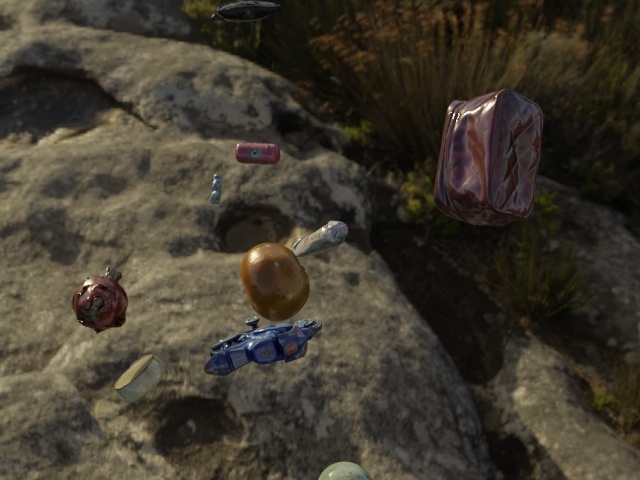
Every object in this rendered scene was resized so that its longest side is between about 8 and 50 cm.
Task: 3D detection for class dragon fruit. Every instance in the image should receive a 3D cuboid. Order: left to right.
[{"bbox_3d":[-0.497,0.124,1.690,0.125,0.125,0.246,35,18,-21],"label":"dragon fruit"}]

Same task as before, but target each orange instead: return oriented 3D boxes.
[{"bbox_3d":[-0.086,0.078,1.410,0.124,0.156,0.156,-18,51,-8],"label":"orange"}]

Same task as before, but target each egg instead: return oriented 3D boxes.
[{"bbox_3d":[0.060,0.554,1.562,0.131,0.131,0.164,-11,46,-20],"label":"egg"}]

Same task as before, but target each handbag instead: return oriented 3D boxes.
[{"bbox_3d":[0.284,-0.137,1.238,0.147,0.135,0.224,12,83,-37],"label":"handbag"}]

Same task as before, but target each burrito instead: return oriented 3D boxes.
[{"bbox_3d":[0.001,0.000,1.700,0.064,0.203,0.064,8,73,-28],"label":"burrito"}]

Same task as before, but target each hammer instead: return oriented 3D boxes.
[{"bbox_3d":[-0.115,-0.158,1.331,0.083,0.043,0.043,6,45,13],"label":"hammer"}]

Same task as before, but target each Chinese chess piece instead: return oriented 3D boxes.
[{"bbox_3d":[-0.411,0.315,1.669,0.051,0.122,0.122,53,48,-15],"label":"Chinese chess piece"}]

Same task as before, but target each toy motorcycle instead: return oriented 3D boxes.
[{"bbox_3d":[-0.095,0.179,1.253,0.205,0.076,0.114,-14,13,2],"label":"toy motorcycle"}]

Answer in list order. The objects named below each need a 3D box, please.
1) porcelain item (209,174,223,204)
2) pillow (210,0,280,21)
[{"bbox_3d":[-0.268,-0.128,1.879,0.028,0.036,0.083,4,63,6],"label":"porcelain item"},{"bbox_3d":[-0.176,-0.533,1.697,0.150,0.048,0.090,-10,29,-17],"label":"pillow"}]
